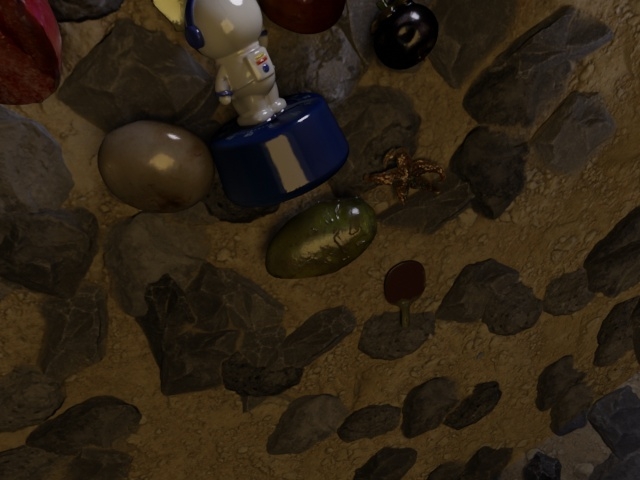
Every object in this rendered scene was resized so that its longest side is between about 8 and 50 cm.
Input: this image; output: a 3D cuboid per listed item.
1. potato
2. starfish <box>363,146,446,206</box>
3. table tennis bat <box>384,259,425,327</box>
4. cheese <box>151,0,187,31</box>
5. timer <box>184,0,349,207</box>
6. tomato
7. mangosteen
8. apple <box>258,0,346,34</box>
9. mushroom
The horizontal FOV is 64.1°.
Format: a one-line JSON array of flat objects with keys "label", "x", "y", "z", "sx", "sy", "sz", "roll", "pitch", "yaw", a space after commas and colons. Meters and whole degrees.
[{"label": "potato", "x": 0.000, "y": 0.000, "z": 1.240, "sx": 0.298, "sy": 0.141, "sz": 0.176, "roll": -25, "pitch": 112, "yaw": 5}, {"label": "starfish", "x": 0.208, "y": -0.160, "z": 1.277, "sx": 0.209, "sy": 0.053, "sz": 0.150, "roll": -5, "pitch": 109, "yaw": -11}, {"label": "table tennis bat", "x": 0.249, "y": 0.159, "z": 1.492, "sx": 0.131, "sy": 0.022, "sz": 0.234, "roll": -14, "pitch": 122, "yaw": -12}, {"label": "cheese", "x": -0.206, "y": -0.502, "z": 0.913, "sx": 0.255, "sy": 0.050, "sz": 0.127, "roll": -42, "pitch": 124, "yaw": 7}, {"label": "timer", "x": -0.127, "y": -0.285, "z": 0.961, "sx": 0.270, "sy": 0.270, "sz": 0.383, "roll": -25, "pitch": 118, "yaw": -4}, {"label": "tomato", "x": -0.540, "y": -0.375, "z": 0.805, "sx": 0.309, "sy": 0.170, "sz": 0.309, "roll": 2, "pitch": 153, "yaw": 1}, {"label": "mangosteen", "x": 0.166, "y": -0.432, "z": 1.050, "sx": 0.137, "sy": 0.137, "sz": 0.151, "roll": -34, "pitch": 91, "yaw": 3}, {"label": "apple", "x": -0.037, "y": -0.462, "z": 0.937, "sx": 0.158, "sy": 0.147, "sz": 0.156, "roll": -17, "pitch": 157, "yaw": -18}, {"label": "mushroom", "x": -0.321, "y": -0.154, "z": 1.021, "sx": 0.226, "sy": 0.178, "sz": 0.226, "roll": 3, "pitch": 147, "yaw": 2}]
